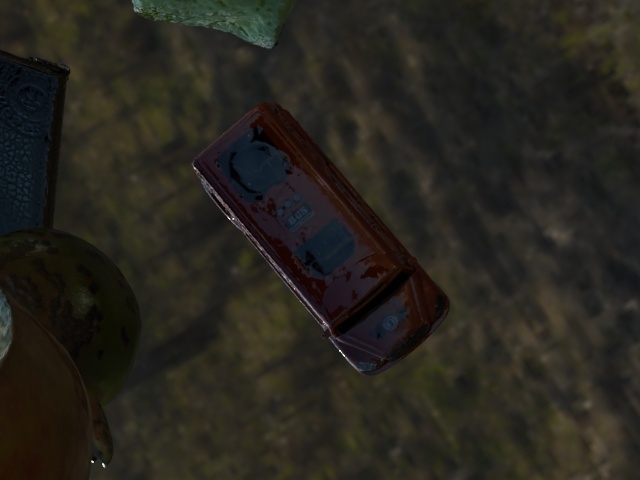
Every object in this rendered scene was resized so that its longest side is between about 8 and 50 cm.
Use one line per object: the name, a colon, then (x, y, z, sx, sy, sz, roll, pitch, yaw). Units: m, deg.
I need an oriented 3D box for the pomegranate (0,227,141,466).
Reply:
pomegranate: (-0.258, 0.111, 1.670, 0.198, 0.198, 0.246, 125, 143, -77)

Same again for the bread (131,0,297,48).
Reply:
bread: (-0.062, -0.200, 1.236, 0.114, 0.129, 0.111, 21, 142, -6)

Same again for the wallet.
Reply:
wallet: (-0.343, -0.098, 2.008, 0.133, 0.039, 0.243, 19, 128, 8)

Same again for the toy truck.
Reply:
toy truck: (0.000, 0.000, 1.640, 0.253, 0.107, 0.114, 50, -178, 5)

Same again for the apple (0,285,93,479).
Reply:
apple: (-0.247, 0.153, 1.090, 0.293, 0.251, 0.163, 7, 146, 52)
